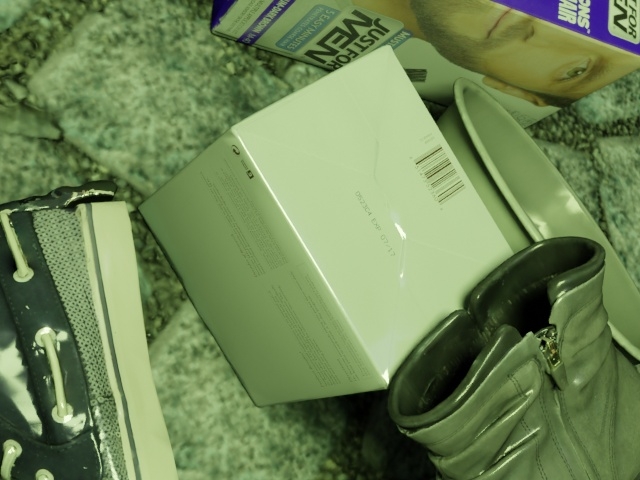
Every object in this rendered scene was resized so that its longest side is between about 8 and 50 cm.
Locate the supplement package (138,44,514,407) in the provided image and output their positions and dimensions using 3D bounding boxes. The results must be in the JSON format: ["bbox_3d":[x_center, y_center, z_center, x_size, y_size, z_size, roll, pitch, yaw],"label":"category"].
[{"bbox_3d":[0.000,0.000,0.703,0.149,0.203,0.194,-32,94,-30],"label":"supplement package"}]

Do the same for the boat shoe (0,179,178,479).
[{"bbox_3d":[-0.190,0.131,0.632,0.158,0.127,0.340,-7,73,-22],"label":"boat shoe"}]

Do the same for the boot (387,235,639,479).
[{"bbox_3d":[0.096,0.172,0.608,0.338,0.118,0.222,-52,126,-23],"label":"boot"}]

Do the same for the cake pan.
[{"bbox_3d":[0.186,-0.007,0.801,0.293,0.054,0.293,44,23,-24],"label":"cake pan"}]

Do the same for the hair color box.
[{"bbox_3d":[0.097,-0.210,0.817,0.339,0.185,0.110,11,72,-24],"label":"hair color box"}]
